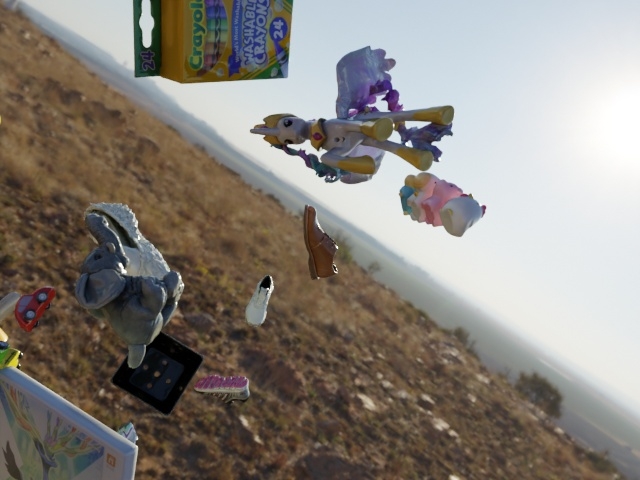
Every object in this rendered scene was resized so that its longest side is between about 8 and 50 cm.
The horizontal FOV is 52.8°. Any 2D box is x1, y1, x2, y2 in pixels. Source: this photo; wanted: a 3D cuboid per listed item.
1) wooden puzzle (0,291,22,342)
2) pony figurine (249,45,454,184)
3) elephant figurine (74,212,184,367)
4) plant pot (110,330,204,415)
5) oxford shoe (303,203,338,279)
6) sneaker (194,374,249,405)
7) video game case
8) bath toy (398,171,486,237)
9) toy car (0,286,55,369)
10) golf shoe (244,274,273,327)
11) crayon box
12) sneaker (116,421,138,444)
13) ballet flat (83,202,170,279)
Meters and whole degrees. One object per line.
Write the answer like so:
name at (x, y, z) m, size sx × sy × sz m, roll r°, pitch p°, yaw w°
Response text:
wooden puzzle at (-0.794, 0.265, 1.329) m, size 0.080 × 0.348 × 0.322 m, roll 55°, pitch 37°, yaw -18°
pony figurine at (0.083, -0.232, 1.314) m, size 0.351 × 0.302 × 0.363 m, roll -19°, pitch 25°, yaw -39°
elephant figurine at (-0.405, 0.090, 1.260) m, size 0.239 × 0.169 × 0.186 m, roll 25°, pitch 32°, yaw 4°
plant pot at (-0.465, 0.374, 1.841) m, size 0.187 × 0.188 × 0.167 m, roll 32°, pitch -20°, yaw -5°
oxford shoe at (0.000, 0.000, 1.526) m, size 0.076 × 0.076 × 0.212 m, roll -86°, pitch 167°, yaw -50°
sneaker at (-0.264, 0.411, 1.747) m, size 0.170 × 0.074 × 0.063 m, roll -6°, pitch 26°, yaw 23°
video game case at (-0.463, 0.418, 1.130) m, size 0.329 × 0.300 × 0.036 m, roll 21°, pitch 19°, yaw 27°
bath toy at (0.351, -0.113, 1.857) m, size 0.348 × 0.129 × 0.151 m, roll -141°, pitch -144°, yaw -65°
toy car at (-0.606, 0.200, 1.217) m, size 0.053 × 0.239 × 0.225 m, roll 28°, pitch 6°, yaw -4°
golf shoe at (-0.192, 0.185, 2.027) m, size 0.069 × 0.176 × 0.086 m, roll 15°, pitch -39°, yaw -3°
crayon box at (-0.198, -0.415, 1.250) m, size 0.323 × 0.203 × 0.083 m, roll -16°, pitch 31°, yaw -41°
sneaker at (-0.455, 0.473, 1.477) m, size 0.038 × 0.098 × 0.069 m, roll -9°, pitch -67°, yaw 43°
ballet flat at (-0.501, 0.033, 1.612) m, size 0.147 × 0.147 × 0.409 m, roll 29°, pitch 12°, yaw -47°
